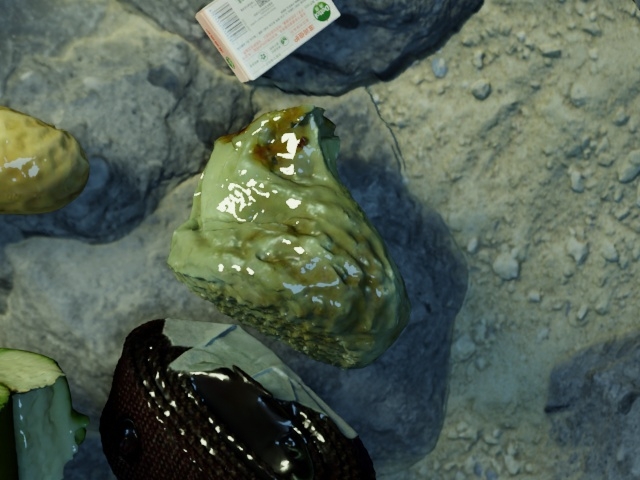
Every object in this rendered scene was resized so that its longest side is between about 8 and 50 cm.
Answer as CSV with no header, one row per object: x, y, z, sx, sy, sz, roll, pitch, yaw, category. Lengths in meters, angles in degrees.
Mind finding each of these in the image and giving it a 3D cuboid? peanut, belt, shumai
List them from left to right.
-0.329,-0.066,0.754,0.229,0.098,0.103,-6,57,-21,peanut
-0.079,0.191,0.783,0.184,0.289,0.164,-23,147,-51,belt
0.000,0.000,0.829,0.260,0.225,0.222,38,70,-26,shumai

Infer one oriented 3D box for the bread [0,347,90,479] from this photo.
-0.359,0.183,0.624,0.382,0.366,0.129,-9,98,-36,bread

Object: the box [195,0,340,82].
-0.054,-0.235,0.865,0.125,0.043,0.089,-38,107,-13,box
